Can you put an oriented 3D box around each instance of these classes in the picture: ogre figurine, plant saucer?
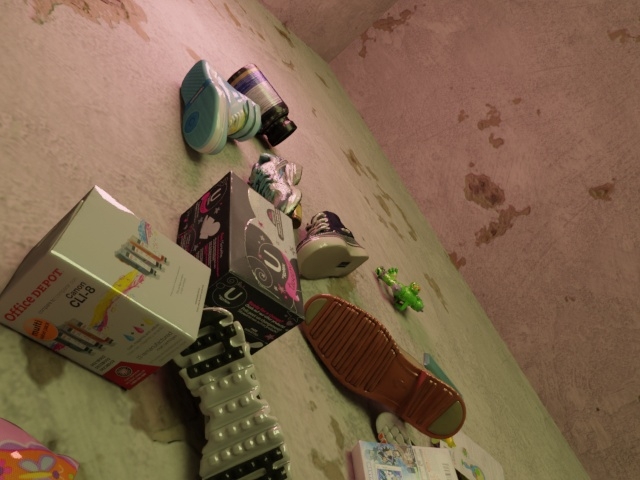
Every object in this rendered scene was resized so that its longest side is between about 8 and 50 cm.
[{"bbox_3d":[0.263,0.164,1.486,0.197,0.096,0.118,61,-2,-27],"label":"ogre figurine"},{"bbox_3d":[0.375,0.426,1.420,0.192,0.018,0.067,52,22,-8],"label":"plant saucer"}]

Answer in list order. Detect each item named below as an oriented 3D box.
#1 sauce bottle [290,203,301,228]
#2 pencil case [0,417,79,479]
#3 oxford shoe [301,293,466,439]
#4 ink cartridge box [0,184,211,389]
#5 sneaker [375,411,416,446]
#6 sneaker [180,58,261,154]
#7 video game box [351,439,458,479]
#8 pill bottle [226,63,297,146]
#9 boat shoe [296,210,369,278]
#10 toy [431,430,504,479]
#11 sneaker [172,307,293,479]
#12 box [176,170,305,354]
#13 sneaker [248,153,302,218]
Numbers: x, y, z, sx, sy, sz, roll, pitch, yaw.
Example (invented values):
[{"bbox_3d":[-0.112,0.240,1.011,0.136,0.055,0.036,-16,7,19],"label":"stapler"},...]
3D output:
[{"bbox_3d":[-0.068,-0.079,1.219,0.042,0.042,0.128,43,26,-26],"label":"sauce bottle"},{"bbox_3d":[-0.310,0.129,0.309,0.284,0.124,0.124,46,23,-18],"label":"pencil case"},{"bbox_3d":[0.115,0.261,0.991,0.397,0.140,0.146,42,-5,-1],"label":"oxford shoe"},{"bbox_3d":[-0.240,0.056,0.539,0.176,0.128,0.127,41,25,-27],"label":"ink cartridge box"},{"bbox_3d":[0.162,0.419,0.957,0.158,0.061,0.065,56,-6,4],"label":"sneaker"},{"bbox_3d":[-0.212,-0.280,1.110,0.208,0.127,0.319,32,31,-41],"label":"sneaker"},{"bbox_3d":[0.155,0.447,0.781,0.187,0.048,0.205,15,36,-18],"label":"video game box"},{"bbox_3d":[-0.170,-0.387,1.361,0.219,0.122,0.123,52,21,-6],"label":"pill bottle"},{"bbox_3d":[0.000,0.000,1.163,0.158,0.127,0.340,54,12,19],"label":"boat shoe"},{"bbox_3d":[0.358,0.547,1.148,0.237,0.056,0.137,45,26,-11],"label":"toy"},{"bbox_3d":[-0.106,0.233,0.597,0.118,0.110,0.292,104,-29,-71],"label":"sneaker"},{"bbox_3d":[-0.133,0.036,0.772,0.163,0.142,0.247,38,27,-34],"label":"box"},{"bbox_3d":[-0.121,-0.120,1.130,0.122,0.110,0.283,26,28,-18],"label":"sneaker"}]
